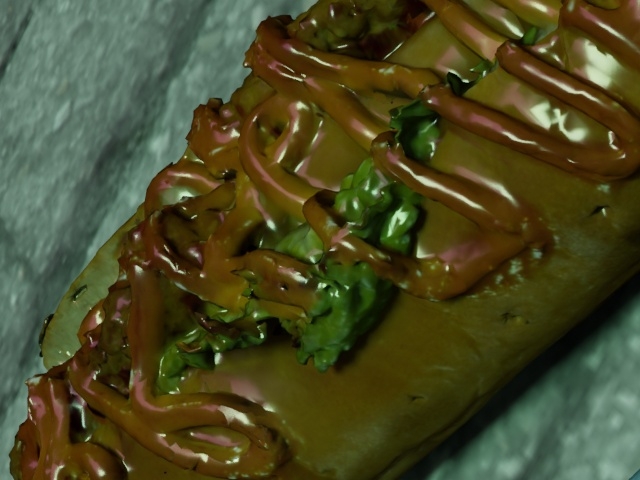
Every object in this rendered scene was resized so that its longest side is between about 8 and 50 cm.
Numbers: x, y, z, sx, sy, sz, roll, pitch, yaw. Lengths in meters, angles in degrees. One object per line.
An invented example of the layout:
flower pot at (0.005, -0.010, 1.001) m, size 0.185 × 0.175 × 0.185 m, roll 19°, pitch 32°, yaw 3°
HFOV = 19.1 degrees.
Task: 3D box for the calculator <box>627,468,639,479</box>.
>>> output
calculator at (0.132, 0.087, 0.495) m, size 0.210 × 0.039 × 0.121 m, roll -51°, pitch 41°, yaw 25°

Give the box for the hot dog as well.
hot dog at (0.000, 0.000, 0.647) m, size 0.349 × 0.117 × 0.158 m, roll -43°, pitch 44°, yaw 33°
